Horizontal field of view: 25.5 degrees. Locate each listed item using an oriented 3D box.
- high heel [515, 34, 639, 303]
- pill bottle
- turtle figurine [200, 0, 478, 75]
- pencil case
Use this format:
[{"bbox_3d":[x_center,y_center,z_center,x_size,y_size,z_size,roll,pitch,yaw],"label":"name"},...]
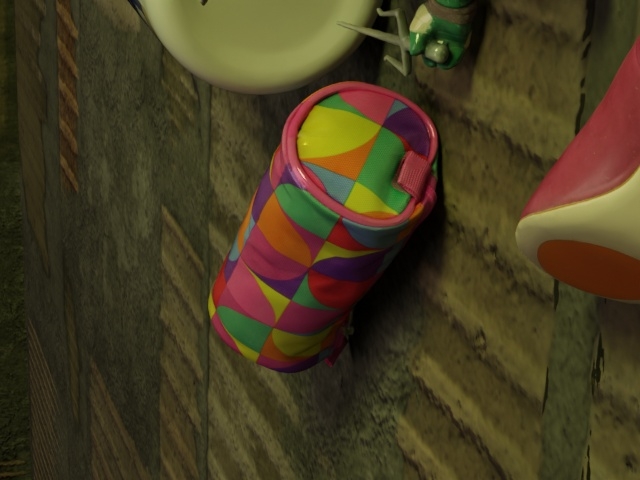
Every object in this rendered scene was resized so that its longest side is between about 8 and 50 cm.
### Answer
[{"bbox_3d":[0.138,-0.054,0.525,0.244,0.082,0.117,98,-166,-71],"label":"high heel"},{"bbox_3d":[-0.069,-0.206,0.932,0.265,0.153,0.153,-129,38,-58],"label":"pill bottle"},{"bbox_3d":[0.027,-0.162,0.684,0.234,0.175,0.118,5,79,62],"label":"turtle figurine"},{"bbox_3d":[0.000,0.000,0.877,0.236,0.104,0.104,117,144,-60],"label":"pencil case"}]
